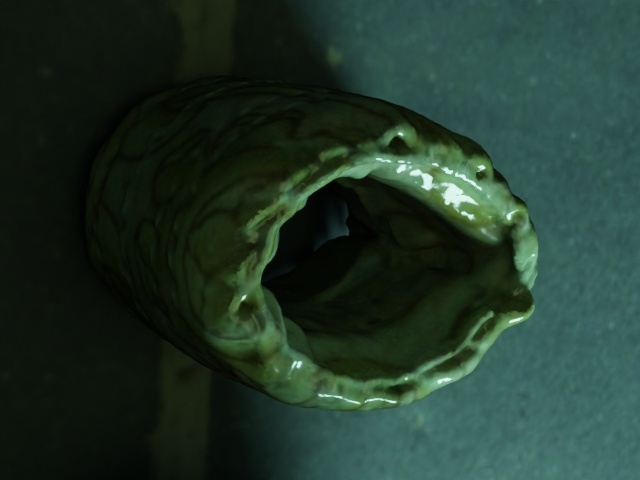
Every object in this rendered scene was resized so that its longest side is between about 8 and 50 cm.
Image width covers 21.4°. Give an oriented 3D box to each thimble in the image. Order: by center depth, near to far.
[{"bbox_3d":[0.000,0.000,0.770,0.190,0.143,0.137,8,95,-36],"label":"thimble"}]
